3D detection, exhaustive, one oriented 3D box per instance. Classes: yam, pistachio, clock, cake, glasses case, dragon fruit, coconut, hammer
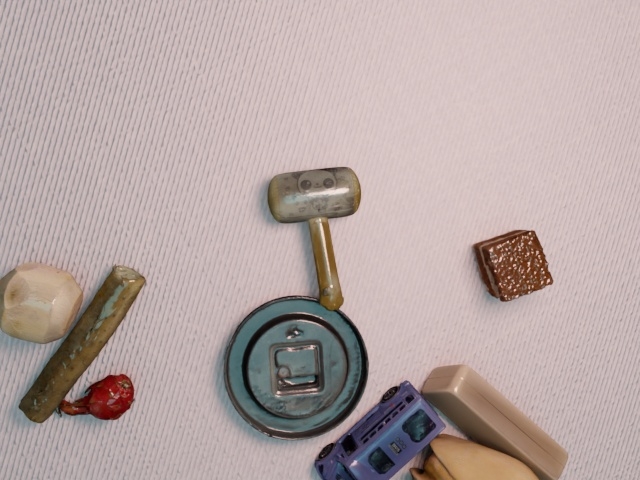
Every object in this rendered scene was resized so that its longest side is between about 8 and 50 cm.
[{"bbox_3d":[-0.498,0.218,1.420,0.083,0.083,0.372,34,89,-9],"label":"yam"},{"bbox_3d":[0.350,0.562,1.479,0.321,0.238,0.229,33,87,18],"label":"pistachio"},{"bbox_3d":[-0.054,0.276,1.492,0.318,0.066,0.319,-1,95,-8],"label":"clock"},{"bbox_3d":[0.417,0.051,1.500,0.134,0.147,0.135,-19,96,-8],"label":"cake"},{"bbox_3d":[0.390,0.411,1.520,0.336,0.144,0.076,42,64,-10],"label":"glasses case"},{"bbox_3d":[-0.473,0.343,1.439,0.190,0.094,0.094,-22,97,16],"label":"dragon fruit"},{"bbox_3d":[-0.573,0.122,1.362,0.162,0.161,0.161,23,91,-8],"label":"coconut"},{"bbox_3d":[0.000,0.000,1.445,0.201,0.113,0.306,-7,89,-4],"label":"hammer"}]

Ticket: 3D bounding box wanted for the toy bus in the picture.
[{"bbox_3d":[0.130,0.456,1.496,0.292,0.133,0.125,-41,99,-3],"label":"toy bus"}]
